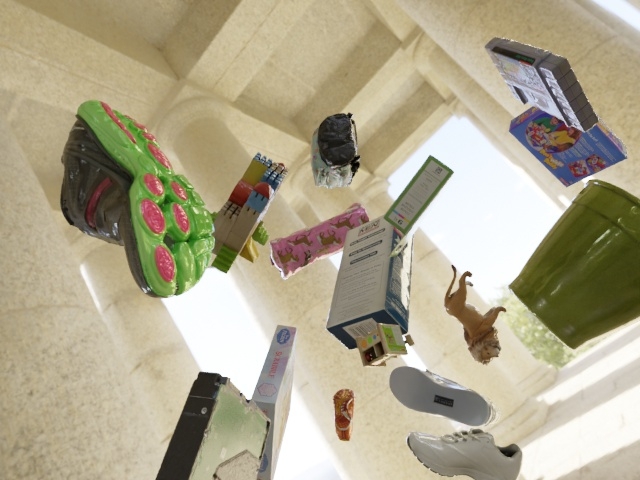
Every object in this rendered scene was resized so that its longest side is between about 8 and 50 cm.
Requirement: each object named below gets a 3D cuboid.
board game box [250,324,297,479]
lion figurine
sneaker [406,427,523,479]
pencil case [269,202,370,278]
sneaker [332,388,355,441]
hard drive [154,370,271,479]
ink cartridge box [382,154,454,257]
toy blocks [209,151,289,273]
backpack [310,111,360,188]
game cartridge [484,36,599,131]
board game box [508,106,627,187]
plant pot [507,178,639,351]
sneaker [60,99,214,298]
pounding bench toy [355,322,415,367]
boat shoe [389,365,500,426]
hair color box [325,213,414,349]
[{"bbox_3d":[-0.129,0.454,1.233,0.318,0.065,0.319,-74,-10,-66],"label":"board game box"},{"bbox_3d":[0.616,0.310,1.855,0.240,0.392,0.142,-46,-1,-9],"label":"lion figurine"},{"bbox_3d":[0.362,0.525,1.124,0.111,0.297,0.129,-82,8,-84],"label":"sneaker"},{"bbox_3d":[0.000,0.000,1.625,0.386,0.160,0.167,-25,-29,-12],"label":"pencil case"},{"bbox_3d":[0.061,0.468,1.215,0.064,0.068,0.175,1,20,9],"label":"sneaker"},{"bbox_3d":[-0.188,0.420,0.728,0.064,0.339,0.237,1,-39,19],"label":"hard drive"},{"bbox_3d":[0.188,-0.067,0.919,0.209,0.062,0.109,-55,-14,11],"label":"ink cartridge box"},{"bbox_3d":[-0.190,-0.120,1.266,0.261,0.190,0.381,-56,7,31],"label":"toy blocks"},{"bbox_3d":[0.033,-0.204,1.094,0.115,0.152,0.182,1,-20,-2],"label":"backpack"},{"bbox_3d":[0.604,-0.449,1.259,0.230,0.355,0.068,36,-71,-27],"label":"game cartridge"},{"bbox_3d":[0.913,-0.377,1.659,0.233,0.347,0.078,-34,23,50],"label":"board game box"},{"bbox_3d":[0.707,0.092,1.176,0.353,0.366,0.366,-45,-24,13],"label":"plant pot"},{"bbox_3d":[-0.359,-0.063,0.845,0.202,0.483,0.185,-47,-33,15],"label":"sneaker"},{"bbox_3d":[0.111,0.180,0.755,0.083,0.052,0.065,14,-42,-38],"label":"pounding bench toy"},{"bbox_3d":[0.399,0.497,1.432,0.156,0.136,0.367,26,-17,-40],"label":"boat shoe"},{"bbox_3d":[0.137,0.092,1.145,0.173,0.347,0.105,-25,-57,33],"label":"hair color box"}]
